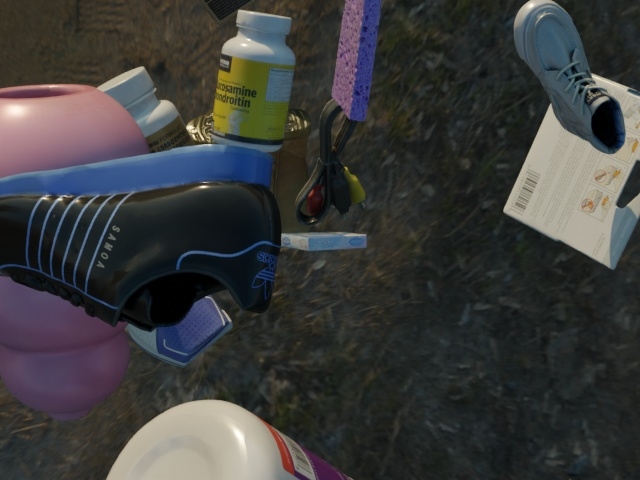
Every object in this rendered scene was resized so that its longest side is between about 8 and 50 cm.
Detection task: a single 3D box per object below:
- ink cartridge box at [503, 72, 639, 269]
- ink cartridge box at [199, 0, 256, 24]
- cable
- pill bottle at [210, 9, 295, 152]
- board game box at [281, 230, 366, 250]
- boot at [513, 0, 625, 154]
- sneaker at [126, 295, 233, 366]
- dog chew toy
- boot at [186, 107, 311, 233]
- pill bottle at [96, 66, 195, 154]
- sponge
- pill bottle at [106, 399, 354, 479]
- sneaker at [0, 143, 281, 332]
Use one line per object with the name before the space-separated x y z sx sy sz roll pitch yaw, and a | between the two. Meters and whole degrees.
ink cartridge box | 0.455 -0.120 1.729 0.239 0.060 0.275 33 108 39
ink cartridge box | -0.109 -0.527 1.960 0.088 0.193 0.234 50 40 -22
cable | 0.008 -0.132 1.813 0.140 0.287 0.072 -17 44 -10
pill bottle | -0.090 -0.220 1.451 0.103 0.103 0.184 8 103 -6
board game box | 0.000 0.000 1.402 0.090 0.090 0.020 -3 96 -32
boot | 0.375 -0.235 1.530 0.095 0.123 0.258 -40 131 2
sneaker | -0.282 0.040 1.533 0.127 0.182 0.315 -43 70 -12
dog chew toy | -0.262 0.018 1.034 0.207 0.206 0.331 -3 106 -7
boot | -0.126 -0.108 1.940 0.236 0.269 0.089 -3 45 -8
pill bottle | -0.282 -0.161 1.734 0.131 0.131 0.229 -29 109 -8
sponge | 0.055 -0.295 1.581 0.031 0.117 0.210 1 116 -14
pill bottle | -0.037 0.281 0.945 0.181 0.181 0.323 -55 134 -8
sneaker | -0.129 0.009 0.596 0.232 0.081 0.090 -9 77 27
